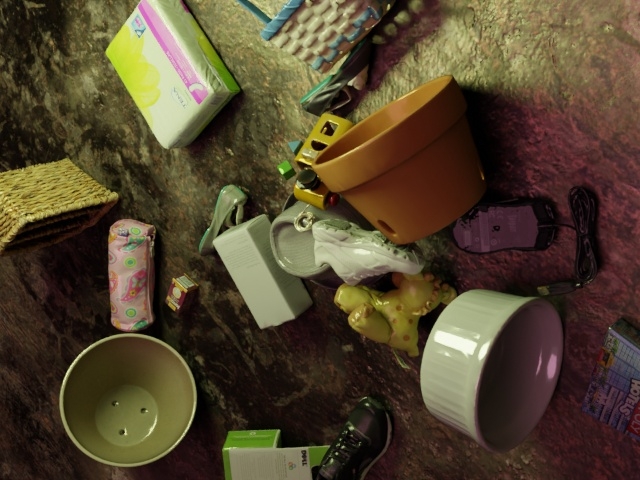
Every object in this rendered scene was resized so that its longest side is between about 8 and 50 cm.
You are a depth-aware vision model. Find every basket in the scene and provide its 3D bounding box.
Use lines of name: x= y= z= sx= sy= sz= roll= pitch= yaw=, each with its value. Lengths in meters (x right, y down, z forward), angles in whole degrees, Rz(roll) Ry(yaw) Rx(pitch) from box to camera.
basket: x=-0.030 y=-0.469 z=1.544 sx=0.289 sy=0.201 sz=0.255 roll=41 pitch=132 yaw=-18
basket: x=-0.708 y=-0.053 z=2.173 sx=0.223 sy=0.299 sz=0.213 roll=34 pitch=123 yaw=26

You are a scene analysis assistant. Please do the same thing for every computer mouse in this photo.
computer mouse: x=0.366 y=0.009 z=1.501 sx=0.262 sy=0.060 sz=0.184 roll=-8 pitch=95 yaw=28

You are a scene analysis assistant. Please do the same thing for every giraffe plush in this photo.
giraffe plush: x=0.159 y=0.117 z=1.646 sx=0.210 sy=0.181 sz=0.170 roll=45 pitch=106 yaw=31

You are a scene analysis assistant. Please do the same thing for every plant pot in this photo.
plant pot: x=0.159 y=-0.130 z=1.496 sx=0.291 sy=0.291 sz=0.203 roll=-23 pitch=107 yaw=41

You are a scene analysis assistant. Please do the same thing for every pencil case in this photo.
pencil case: x=-0.476 y=0.087 z=2.154 sx=0.124 sy=0.124 sz=0.284 roll=19 pitch=114 yaw=33

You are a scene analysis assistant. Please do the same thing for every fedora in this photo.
fedora: x=0.000 y=0.000 z=1.743 sx=0.275 sy=0.124 sz=0.243 roll=13 pitch=112 yaw=35

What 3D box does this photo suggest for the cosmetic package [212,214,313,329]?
cosmetic package: x=-0.127 y=0.070 z=1.872 sx=0.117 sy=0.085 sz=0.231 roll=-19 pitch=103 yaw=40

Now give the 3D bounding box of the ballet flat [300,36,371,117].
ballet flat: x=0.046 y=-0.310 z=1.651 sx=0.203 sy=0.074 sz=0.074 roll=-39 pitch=79 yaw=33

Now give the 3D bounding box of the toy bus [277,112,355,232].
toy bus: x=0.001 y=-0.149 z=1.655 sx=0.191 sy=0.104 sz=0.202 roll=-22 pitch=58 yaw=11

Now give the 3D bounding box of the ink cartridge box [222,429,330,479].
ink cartridge box: x=-0.094 y=0.558 z=2.029 sx=0.255 sy=0.097 sz=0.188 roll=-3 pitch=104 yaw=4

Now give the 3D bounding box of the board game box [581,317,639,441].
board game box: x=0.556 y=0.261 z=1.427 sx=0.194 sy=0.060 sz=0.194 roll=27 pitch=119 yaw=30

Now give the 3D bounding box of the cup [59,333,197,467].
cup: x=-0.496 y=0.433 z=2.187 sx=0.331 sy=0.331 sz=0.237 roll=54 pitch=156 yaw=11

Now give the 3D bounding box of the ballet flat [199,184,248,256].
ballet flat: x=-0.222 y=-0.031 z=1.947 sx=0.068 sy=0.072 sz=0.213 roll=34 pitch=124 yaw=13

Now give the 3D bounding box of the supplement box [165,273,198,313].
supplement box: x=-0.347 y=0.133 z=2.115 sx=0.055 sy=0.043 sz=0.083 roll=38 pitch=125 yaw=22

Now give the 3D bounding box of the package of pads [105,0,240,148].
package of pads: x=-0.341 y=-0.381 z=1.906 sx=0.229 sy=0.101 sz=0.296 roll=-40 pitch=78 yaw=39

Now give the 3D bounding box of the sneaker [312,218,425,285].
sneaker: x=0.089 y=0.036 z=1.597 sx=0.232 sy=0.090 sz=0.115 roll=17 pitch=114 yaw=29

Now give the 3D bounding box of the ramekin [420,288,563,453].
ramekin: x=0.298 y=0.218 z=1.487 sx=0.135 sy=0.277 sz=0.277 roll=17 pitch=114 yaw=43

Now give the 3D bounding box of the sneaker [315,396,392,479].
sneaker: x=0.063 y=0.472 z=1.844 sx=0.107 sy=0.124 sz=0.283 roll=34 pitch=123 yaw=25
